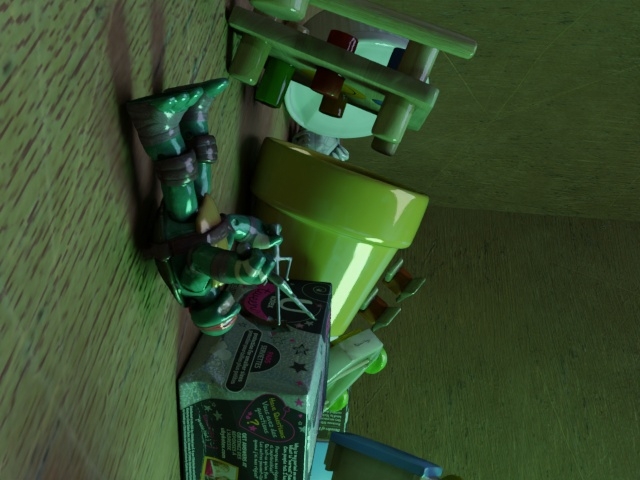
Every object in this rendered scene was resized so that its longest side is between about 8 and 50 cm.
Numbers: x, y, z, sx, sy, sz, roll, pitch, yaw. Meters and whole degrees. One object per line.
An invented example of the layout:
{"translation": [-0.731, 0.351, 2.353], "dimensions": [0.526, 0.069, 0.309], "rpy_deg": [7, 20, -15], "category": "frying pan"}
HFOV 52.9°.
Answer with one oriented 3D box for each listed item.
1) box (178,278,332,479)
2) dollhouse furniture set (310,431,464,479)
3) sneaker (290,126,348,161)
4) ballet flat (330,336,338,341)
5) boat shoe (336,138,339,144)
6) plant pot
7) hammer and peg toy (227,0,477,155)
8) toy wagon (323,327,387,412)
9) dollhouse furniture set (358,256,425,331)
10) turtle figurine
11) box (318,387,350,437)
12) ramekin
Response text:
{"translation": [-0.065, 0.166, 0.773], "dimensions": [0.247, 0.142, 0.163], "rpy_deg": [-77, 171, -66], "category": "box"}
{"translation": [0.047, 0.401, 0.840], "dimensions": [0.198, 0.303, 0.286], "rpy_deg": [24, 76, -48], "category": "dollhouse furniture set"}
{"translation": [-0.028, -0.168, 1.322], "dimensions": [0.118, 0.110, 0.292], "rpy_deg": [66, 22, -20], "category": "sneaker"}
{"translation": [-0.039, 0.117, 1.340], "dimensions": [0.139, 0.139, 0.400], "rpy_deg": [82, 9, -71], "category": "ballet flat"}
{"translation": [0.001, -0.161, 1.518], "dimensions": [0.103, 0.118, 0.320], "rpy_deg": [52, 36, -80], "category": "boat shoe"}
{"translation": [0.000, 0.000, 0.950], "dimensions": [0.254, 0.254, 0.239], "rpy_deg": [-62, 172, -80], "category": "plant pot"}
{"translation": [0.023, -0.204, 0.778], "dimensions": [0.361, 0.266, 0.127], "rpy_deg": [-43, 156, -85], "category": "hammer and peg toy"}
{"translation": [-0.032, 0.288, 1.104], "dimensions": [0.344, 0.068, 0.267], "rpy_deg": [-51, 160, 26], "category": "toy wagon"}
{"translation": [0.013, 0.077, 1.197], "dimensions": [0.259, 0.262, 0.135], "rpy_deg": [-47, 176, -20], "category": "dollhouse furniture set"}
{"translation": [-0.084, -0.006, 0.518], "dimensions": [0.175, 0.118, 0.234], "rpy_deg": [-118, -165, -71], "category": "turtle figurine"}
{"translation": [-0.013, 0.354, 1.507], "dimensions": [0.168, 0.167, 0.203], "rpy_deg": [-16, 110, -86], "category": "box"}
{"translation": [0.060, -0.323, 1.214], "dimensions": [0.273, 0.273, 0.127], "rpy_deg": [86, -3, -63], "category": "ramekin"}
